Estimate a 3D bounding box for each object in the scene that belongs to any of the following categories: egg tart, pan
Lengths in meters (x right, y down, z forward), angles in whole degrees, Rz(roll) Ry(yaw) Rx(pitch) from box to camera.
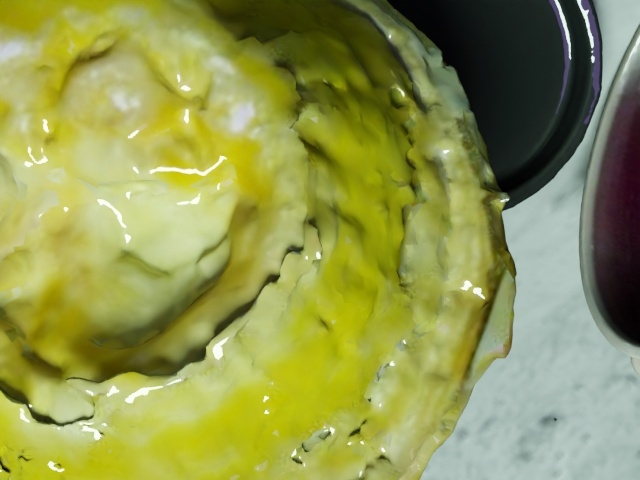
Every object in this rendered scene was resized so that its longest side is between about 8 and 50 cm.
[{"bbox_3d":[-0.078,-0.007,0.752,0.315,0.315,0.120,-17,162,1],"label":"egg tart"},{"bbox_3d":[0.020,-0.047,0.851,0.235,0.028,0.136,-36,109,-11],"label":"pan"}]

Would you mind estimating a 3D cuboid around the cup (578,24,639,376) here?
[{"bbox_3d":[0.263,0.008,0.859,0.273,0.208,0.288,17,114,-20],"label":"cup"}]
